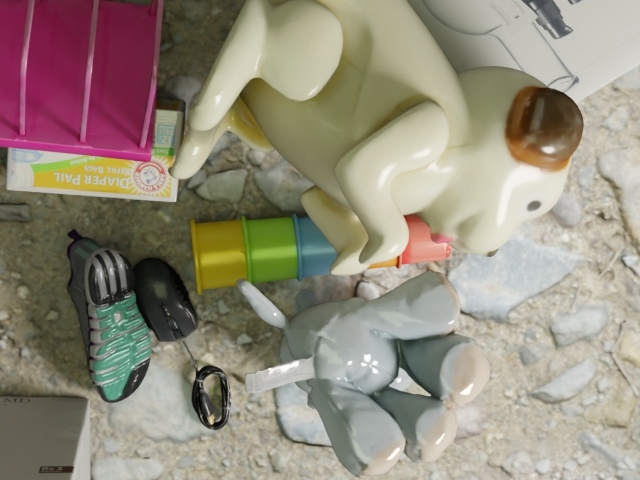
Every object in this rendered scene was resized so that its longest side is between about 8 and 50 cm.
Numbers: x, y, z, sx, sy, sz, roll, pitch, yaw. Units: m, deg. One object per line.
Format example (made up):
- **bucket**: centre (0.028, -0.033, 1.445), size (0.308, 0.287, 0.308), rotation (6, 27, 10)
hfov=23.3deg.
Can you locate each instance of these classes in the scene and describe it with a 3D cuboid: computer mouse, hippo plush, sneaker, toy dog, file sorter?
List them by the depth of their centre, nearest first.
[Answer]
- **file sorter**: centre (-0.317, -0.230, 1.696), size (0.290, 0.182, 0.202), rotation (6, 63, -9)
- **toy dog**: centre (0.083, -0.139, 1.729), size (0.408, 0.284, 0.395), rotation (27, 65, -5)
- **hippo plush**: centre (0.036, 0.164, 1.850), size (0.294, 0.236, 0.234), rotation (-3, 83, -12)
- **sneaker**: centre (-0.268, 0.092, 1.917), size (0.083, 0.098, 0.224), rotation (-20, 127, -30)
- **computer mouse**: centre (-0.172, 0.133, 1.937), size (0.071, 0.041, 0.242), rotation (-25, 104, 1)

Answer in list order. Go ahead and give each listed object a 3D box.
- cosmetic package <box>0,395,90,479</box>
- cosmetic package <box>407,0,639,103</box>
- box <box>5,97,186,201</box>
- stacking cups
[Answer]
- **cosmetic package**: centre (-0.381, 0.308, 1.788), size (0.217, 0.385, 0.156), rotation (1, 104, -6)
- **cosmetic package**: centre (0.293, -0.328, 1.774), size (0.377, 0.097, 0.284), rotation (-32, 106, 25)
- **box**: centre (-0.264, -0.115, 1.842), size (0.203, 0.103, 0.114), rotation (4, 102, -5)
- **stacking cups**: centre (0.000, 0.000, 1.894), size (0.316, 0.096, 0.096), rotation (-8, 103, -4)
